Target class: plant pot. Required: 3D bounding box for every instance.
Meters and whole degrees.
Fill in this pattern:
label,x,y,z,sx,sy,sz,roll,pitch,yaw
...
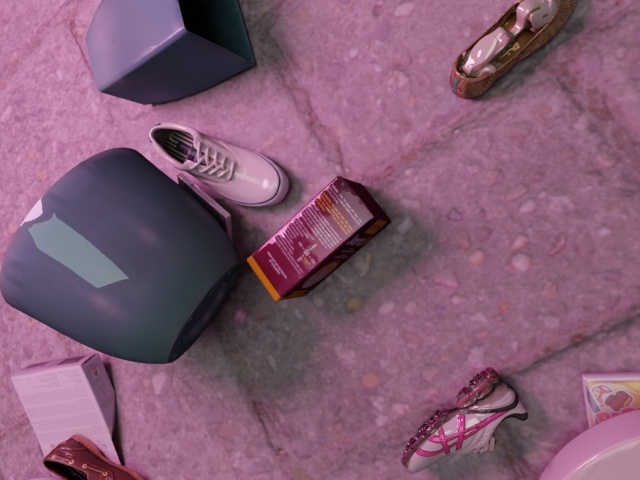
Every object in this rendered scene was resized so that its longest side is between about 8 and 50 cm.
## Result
label,x,y,z,sx,sy,sz,roll,pitch,yaw
plant pot,-0.267,0.046,0.757,0.235,0.293,0.293,34,101,4
plant pot,-0.266,-0.335,0.834,0.234,0.166,0.165,-21,80,28

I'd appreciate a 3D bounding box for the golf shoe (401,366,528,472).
label,x,y,z,sx,sy,sz,roll,pitch,yaw
golf shoe,0.189,0.260,0.670,0.186,0.067,0.086,-46,74,14

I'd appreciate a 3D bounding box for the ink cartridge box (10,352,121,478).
label,x,y,z,sx,sy,sz,roll,pitch,yaw
ink cartridge box,-0.470,0.340,0.958,0.189,0.066,0.232,-14,104,21

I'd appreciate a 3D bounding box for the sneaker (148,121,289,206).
label,x,y,z,sx,sy,sz,roll,pitch,yaw
sneaker,-0.175,-0.123,0.819,0.258,0.091,0.094,22,96,22

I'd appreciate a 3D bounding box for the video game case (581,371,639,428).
label,x,y,z,sx,sy,sz,roll,pitch,yaw
video game case,0.447,0.258,0.587,0.227,0.026,0.206,-8,85,22

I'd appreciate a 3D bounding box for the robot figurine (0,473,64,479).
label,x,y,z,sx,sy,sz,roll,pitch,yaw
robot figurine,-0.483,0.572,0.863,0.300,0.200,0.353,-43,72,46

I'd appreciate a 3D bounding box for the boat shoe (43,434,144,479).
label,x,y,z,sx,sy,sz,roll,pitch,yaw
boat shoe,-0.395,0.431,0.887,0.207,0.073,0.073,26,107,11

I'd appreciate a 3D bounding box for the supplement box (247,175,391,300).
label,x,y,z,sx,sy,sz,roll,pitch,yaw
supplement box,0.000,0.000,0.737,0.188,0.104,0.081,-41,75,16

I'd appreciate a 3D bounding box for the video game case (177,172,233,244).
label,x,y,z,sx,sy,sz,roll,pitch,yaw
video game case,-0.192,-0.049,0.836,0.122,0.087,0.011,39,60,19

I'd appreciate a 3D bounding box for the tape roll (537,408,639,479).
label,x,y,z,sx,sy,sz,roll,pitch,yaw
tape roll,0.432,0.376,0.541,0.392,0.072,0.392,2,96,21

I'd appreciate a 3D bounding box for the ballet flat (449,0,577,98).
label,x,y,z,sx,sy,sz,roll,pitch,yaw
ballet flat,0.257,-0.274,0.661,0.206,0.067,0.073,-47,72,14
